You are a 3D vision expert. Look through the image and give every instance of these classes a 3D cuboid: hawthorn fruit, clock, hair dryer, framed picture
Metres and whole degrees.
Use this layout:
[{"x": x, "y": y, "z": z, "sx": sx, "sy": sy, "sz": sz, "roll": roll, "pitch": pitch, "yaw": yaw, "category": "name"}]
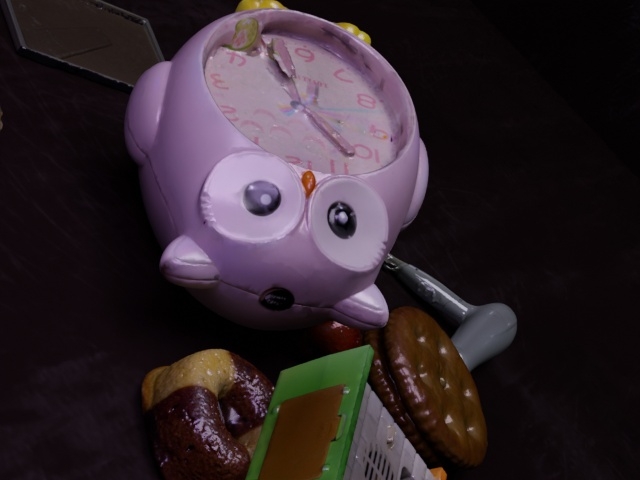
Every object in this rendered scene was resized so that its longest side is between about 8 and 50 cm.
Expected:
[{"x": 0.005, "y": 0.111, "z": 1.437, "sx": 0.093, "sy": 0.093, "sz": 0.093, "roll": 33, "pitch": 28, "yaw": -20, "category": "hawthorn fruit"}, {"x": 0.043, "y": 0.274, "z": 1.157, "sx": 0.255, "sy": 0.106, "sz": 0.220, "roll": 57, "pitch": 30, "yaw": -26, "category": "clock"}, {"x": 0.155, "y": 0.094, "z": 1.707, "sx": 0.237, "sy": 0.075, "sz": 0.206, "roll": 42, "pitch": 32, "yaw": 15, "category": "hair dryer"}, {"x": -0.318, "y": -0.280, "z": 1.631, "sx": 0.265, "sy": 0.018, "sz": 0.192, "roll": 16, "pitch": 37, "yaw": -43, "category": "framed picture"}, {"x": -0.054, "y": -0.062, "z": 1.390, "sx": 0.368, "sy": 0.250, "sz": 0.376, "roll": 15, "pitch": 47, "yaw": -16, "category": "clock"}]

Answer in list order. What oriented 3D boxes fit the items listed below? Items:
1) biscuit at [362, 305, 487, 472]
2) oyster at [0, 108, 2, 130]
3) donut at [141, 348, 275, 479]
[{"x": 0.130, "y": 0.184, "z": 1.467, "sx": 0.220, "sy": 0.066, "sz": 0.220, "roll": 47, "pitch": 25, "yaw": -30, "category": "biscuit"}, {"x": -0.403, "y": -0.137, "z": 1.254, "sx": 0.129, "sy": 0.078, "sz": 0.345, "roll": -1, "pitch": 48, "yaw": -27, "category": "oyster"}, {"x": -0.097, "y": 0.185, "z": 1.194, "sx": 0.166, "sy": 0.073, "sz": 0.184, "roll": 32, "pitch": 30, "yaw": -27, "category": "donut"}]
